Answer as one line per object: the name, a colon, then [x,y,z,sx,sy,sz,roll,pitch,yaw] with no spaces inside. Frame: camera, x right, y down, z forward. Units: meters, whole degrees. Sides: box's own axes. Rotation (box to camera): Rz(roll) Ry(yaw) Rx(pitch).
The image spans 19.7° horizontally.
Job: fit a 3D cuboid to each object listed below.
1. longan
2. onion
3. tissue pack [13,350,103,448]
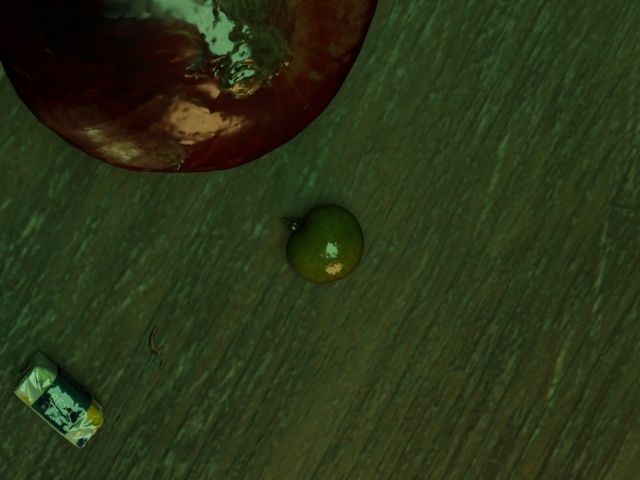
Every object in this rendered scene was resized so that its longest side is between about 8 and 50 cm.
longan: [0.000,0.000,1.705,0.083,0.075,0.075,36,91,7]
onion: [-0.110,-0.209,1.544,0.341,0.341,0.341,-1,98,-10]
tissue pack: [-0.239,0.146,1.686,0.083,0.062,0.042,42,93,-12]
